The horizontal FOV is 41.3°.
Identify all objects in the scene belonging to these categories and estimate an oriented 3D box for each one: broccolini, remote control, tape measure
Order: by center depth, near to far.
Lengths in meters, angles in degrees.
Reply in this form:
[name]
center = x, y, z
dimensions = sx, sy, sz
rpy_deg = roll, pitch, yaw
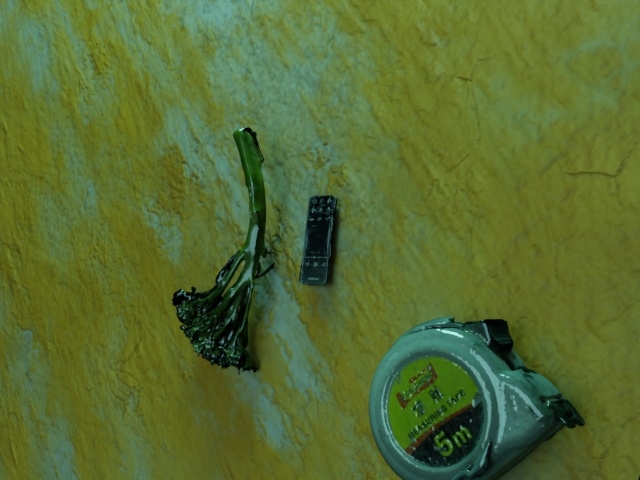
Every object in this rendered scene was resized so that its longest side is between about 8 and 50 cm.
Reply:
[tape measure]
center = 0.065, 0.203, 0.758
dimensions = 0.330, 0.084, 0.164
rpy_deg = -46, 55, 24
[remote control]
center = 0.000, 0.000, 0.893
dimensions = 0.039, 0.014, 0.096
rpy_deg = 1, 83, 40
[broccolini]
center = -0.110, 0.008, 0.953
dimensions = 0.123, 0.062, 0.271
rpy_deg = 8, 94, 26

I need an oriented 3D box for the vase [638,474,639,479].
[vase]
center = 0.288, 0.215, 0.561
dimensions = 0.120, 0.120, 0.183
rpy_deg = -28, 81, 34
